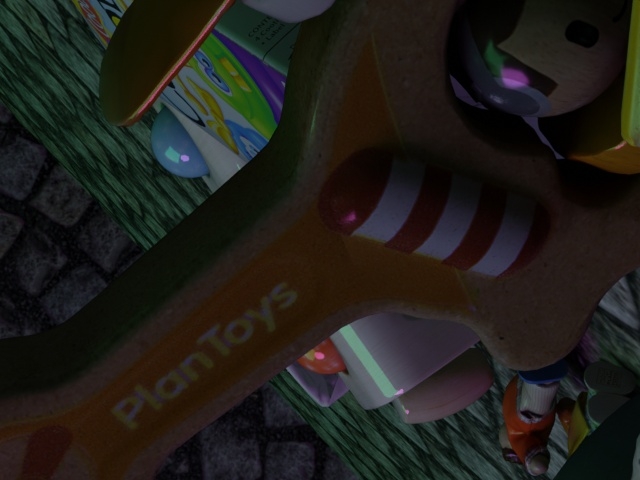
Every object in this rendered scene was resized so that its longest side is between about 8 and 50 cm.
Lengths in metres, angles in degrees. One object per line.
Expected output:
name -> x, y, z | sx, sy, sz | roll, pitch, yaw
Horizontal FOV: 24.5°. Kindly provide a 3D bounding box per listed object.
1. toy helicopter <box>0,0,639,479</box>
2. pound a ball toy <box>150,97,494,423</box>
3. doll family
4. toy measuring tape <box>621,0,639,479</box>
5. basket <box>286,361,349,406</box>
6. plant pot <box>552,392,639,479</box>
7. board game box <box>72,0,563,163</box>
toy helicopter -> 0.002, -0.022, 0.458 | 0.235, 0.355, 0.140 | 49, -176, -38
pound a ball toy -> 0.000, 0.000, 1.009 | 0.319, 0.135, 0.208 | 56, 169, 2
doll family -> 0.182, 0.192, 1.006 | 0.118, 0.263, 0.163 | 2, 142, 5
toy measuring tape -> 0.136, -0.042, 0.365 | 0.121, 0.121, 0.330 | 36, 138, 44
basket -> -0.018, 0.061, 1.459 | 0.167, 0.113, 0.103 | 52, 172, -26
plant pot -> 0.232, 0.193, 0.502 | 0.341, 0.341, 0.334 | 50, 177, -15
board game box -> -0.009, -0.122, 0.695 | 0.275, 0.144, 0.142 | 38, 166, 41
